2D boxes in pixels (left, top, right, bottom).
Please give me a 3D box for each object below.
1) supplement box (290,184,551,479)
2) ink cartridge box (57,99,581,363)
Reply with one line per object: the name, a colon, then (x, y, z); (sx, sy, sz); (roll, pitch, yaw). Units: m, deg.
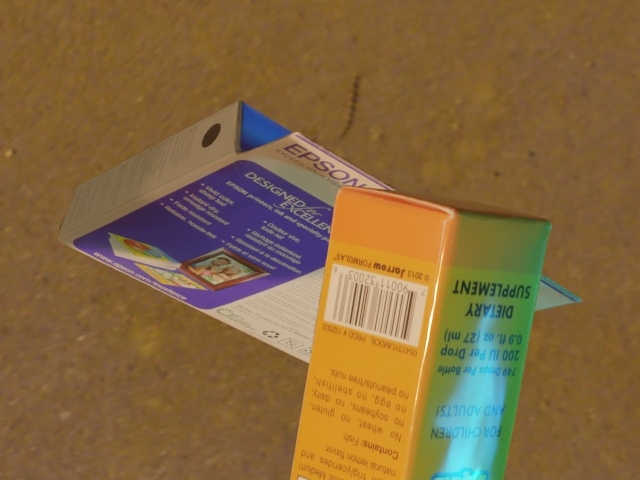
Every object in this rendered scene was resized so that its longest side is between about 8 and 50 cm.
supplement box: (0.038, 0.096, 0.733); (0.078, 0.080, 0.233); (5, 98, -45)
ink cartridge box: (0.000, 0.000, 0.867); (0.206, 0.208, 0.045); (29, 59, -33)
